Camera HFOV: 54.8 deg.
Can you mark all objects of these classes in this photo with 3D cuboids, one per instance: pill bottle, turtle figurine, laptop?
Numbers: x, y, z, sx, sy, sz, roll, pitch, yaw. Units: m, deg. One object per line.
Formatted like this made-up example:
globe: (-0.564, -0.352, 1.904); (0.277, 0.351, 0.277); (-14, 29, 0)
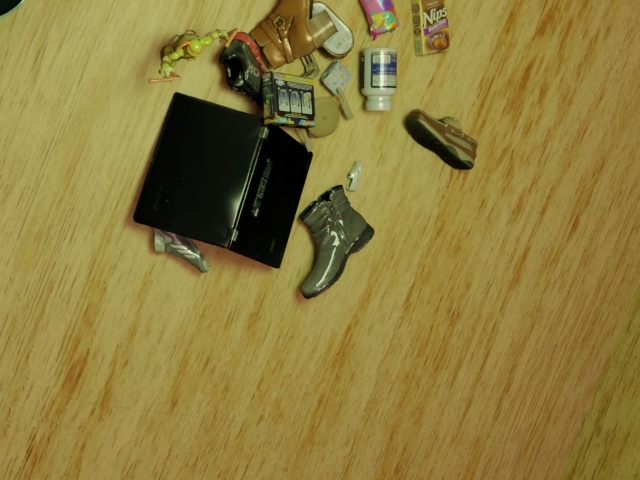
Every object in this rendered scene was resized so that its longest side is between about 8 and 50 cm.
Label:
pill bottle: (0.182, -0.501, 1.925); (0.111, 0.112, 0.187); (-6, 104, -26)
turtle figurine: (-0.354, -0.489, 1.594); (0.269, 0.217, 0.087); (-39, 115, -14)
laptop: (-0.261, -0.162, 1.792); (0.408, 0.236, 0.382); (27, 77, -57)

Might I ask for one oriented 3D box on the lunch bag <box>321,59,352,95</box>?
lunch bag: (0.044, -0.497, 1.890); (0.071, 0.053, 0.083); (38, 73, -30)

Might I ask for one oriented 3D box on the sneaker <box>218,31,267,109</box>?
sneaker: (-0.190, -0.440, 1.739); (0.276, 0.097, 0.135); (56, 46, -23)

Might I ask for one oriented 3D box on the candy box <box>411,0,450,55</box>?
candy box: (0.358, -0.703, 2.006); (0.109, 0.053, 0.187); (-15, 106, -23)

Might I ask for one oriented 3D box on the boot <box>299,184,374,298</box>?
boot: (0.000, 0.000, 1.953); (0.223, 0.118, 0.338); (49, 67, -23)

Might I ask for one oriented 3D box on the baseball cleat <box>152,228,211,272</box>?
baseball cleat: (-0.409, 0.025, 1.770); (0.109, 0.072, 0.206); (-35, 105, -8)

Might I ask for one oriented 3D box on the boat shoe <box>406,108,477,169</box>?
boat shoe: (0.416, -0.357, 2.082); (0.324, 0.122, 0.120); (30, 81, -37)

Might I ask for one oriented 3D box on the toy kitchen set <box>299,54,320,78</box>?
toy kitchen set: (-0.053, -0.512, 1.832); (0.068, 0.083, 0.075); (-18, 115, 22)

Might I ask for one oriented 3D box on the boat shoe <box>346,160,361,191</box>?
boat shoe: (0.105, -0.209, 1.994); (0.035, 0.035, 0.100); (5, 105, -30)

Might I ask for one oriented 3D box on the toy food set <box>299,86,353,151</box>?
toy food set: (0.004, -0.375, 1.890); (0.192, 0.038, 0.132); (-40, 128, -16)

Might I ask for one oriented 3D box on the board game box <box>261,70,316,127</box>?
board game box: (-0.088, -0.392, 1.737); (0.170, 0.048, 0.141); (-5, 91, -49)

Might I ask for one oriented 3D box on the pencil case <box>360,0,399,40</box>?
pencil case: (0.164, -0.739, 1.874); (0.104, 0.104, 0.237); (-29, 111, -19)

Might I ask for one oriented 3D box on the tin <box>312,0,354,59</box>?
tin: (0.019, -0.625, 1.835); (0.189, 0.040, 0.106); (41, 76, -13)

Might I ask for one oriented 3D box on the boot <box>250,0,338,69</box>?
boot: (-0.106, -0.649, 1.762); (0.220, 0.109, 0.284); (-29, 92, 11)

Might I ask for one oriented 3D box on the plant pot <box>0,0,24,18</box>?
plant pot: (-0.780, -0.610, 1.341); (0.292, 0.235, 0.293); (-6, 104, -27)
